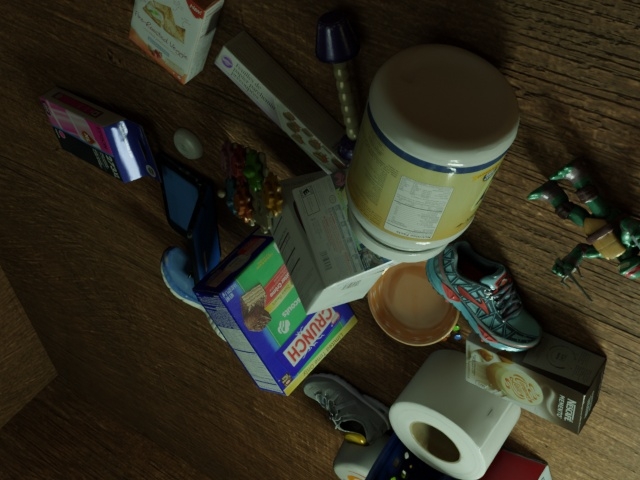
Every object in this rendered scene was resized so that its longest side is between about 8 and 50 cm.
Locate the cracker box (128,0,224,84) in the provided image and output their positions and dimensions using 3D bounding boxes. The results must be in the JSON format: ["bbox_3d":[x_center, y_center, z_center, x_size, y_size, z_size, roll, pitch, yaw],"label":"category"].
[{"bbox_3d":[-0.285,-0.434,1.624,0.156,0.067,0.232,40,148,4],"label":"cracker box"}]

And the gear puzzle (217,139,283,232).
[{"bbox_3d":[-0.150,-0.104,1.719,0.339,0.044,0.175,-152,55,-62],"label":"gear puzzle"}]

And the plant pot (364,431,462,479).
[{"bbox_3d":[0.286,0.597,2.062,0.236,0.236,0.212,-1,134,48],"label":"plant pot"}]

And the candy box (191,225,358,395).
[{"bbox_3d":[-0.097,0.151,1.917,0.122,0.268,0.317,6,133,50],"label":"candy box"}]

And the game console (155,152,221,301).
[{"bbox_3d":[-0.349,-0.029,2.088,0.173,0.250,0.293,7,141,6],"label":"game console"}]

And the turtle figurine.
[{"bbox_3d":[0.430,-0.007,1.288,0.234,0.118,0.175,55,135,11],"label":"turtle figurine"}]

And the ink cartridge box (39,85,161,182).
[{"bbox_3d":[-0.560,-0.260,2.113,0.371,0.069,0.175,24,142,34],"label":"ink cartridge box"}]

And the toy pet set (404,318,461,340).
[{"bbox_3d":[0.233,0.155,1.775,0.114,0.065,0.122,-9,132,10],"label":"toy pet set"}]

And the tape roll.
[{"bbox_3d":[0.297,0.386,1.851,0.246,0.169,0.246,30,146,22],"label":"tape roll"}]

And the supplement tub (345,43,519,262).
[{"bbox_3d":[0.164,-0.128,1.334,0.228,0.228,0.316,35,148,13],"label":"supplement tub"}]

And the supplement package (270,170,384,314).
[{"bbox_3d":[0.000,0.000,1.665,0.244,0.139,0.134,65,154,19],"label":"supplement package"}]

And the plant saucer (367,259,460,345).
[{"bbox_3d":[0.193,0.115,1.698,0.200,0.037,0.199,7,107,25],"label":"plant saucer"}]

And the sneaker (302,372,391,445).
[{"bbox_3d":[0.057,0.449,2.241,0.281,0.115,0.105,20,142,32],"label":"sneaker"}]

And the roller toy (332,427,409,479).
[{"bbox_3d":[0.141,0.607,2.304,0.209,0.146,0.191,28,151,5],"label":"roller toy"}]

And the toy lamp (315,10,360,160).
[{"bbox_3d":[0.042,-0.267,1.451,0.080,0.080,0.274,22,143,30],"label":"toy lamp"}]

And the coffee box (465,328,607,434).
[{"bbox_3d":[0.414,0.252,1.627,0.247,0.098,0.141,23,143,29],"label":"coffee box"}]

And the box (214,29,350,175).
[{"bbox_3d":[-0.060,-0.257,1.586,0.324,0.067,0.063,44,148,-2],"label":"box"}]

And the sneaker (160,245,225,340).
[{"bbox_3d":[-0.291,0.127,2.269,0.330,0.129,0.147,43,134,-5],"label":"sneaker"}]

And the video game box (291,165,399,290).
[{"bbox_3d":[0.066,-0.035,1.537,0.048,0.187,0.205,29,-140,-69],"label":"video game box"}]

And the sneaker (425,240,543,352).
[{"bbox_3d":[0.316,0.104,1.558,0.262,0.104,0.125,40,146,5],"label":"sneaker"}]

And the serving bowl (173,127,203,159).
[{"bbox_3d":[-0.313,-0.221,1.945,0.083,0.027,0.083,28,144,23],"label":"serving bowl"}]

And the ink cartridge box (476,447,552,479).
[{"bbox_3d":[0.406,0.645,1.899,0.130,0.309,0.271,11,137,40],"label":"ink cartridge box"}]
